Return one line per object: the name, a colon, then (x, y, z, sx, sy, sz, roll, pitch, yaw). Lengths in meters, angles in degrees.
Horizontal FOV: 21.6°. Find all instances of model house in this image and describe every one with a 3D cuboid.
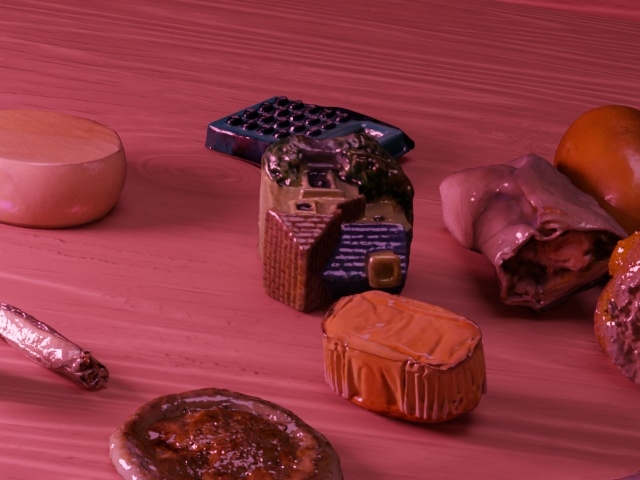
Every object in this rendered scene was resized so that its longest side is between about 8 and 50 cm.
model house: (0.028, -0.011, 2.160, 0.214, 0.195, 0.189, 4, 31, -6)

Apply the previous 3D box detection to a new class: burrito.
burrito: (0.273, -0.037, 2.305, 0.190, 0.135, 0.332, -37, 29, 2)
burrito: (-0.315, 0.119, 1.899, 0.185, 0.041, 0.045, 27, 70, 35)

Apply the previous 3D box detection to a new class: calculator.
calculator: (-0.020, -0.166, 2.660, 0.274, 0.058, 0.248, 18, 24, 24)

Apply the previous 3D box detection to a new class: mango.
mango: (0.431, -0.070, 2.420, 0.173, 0.211, 0.317, 6, 34, -6)

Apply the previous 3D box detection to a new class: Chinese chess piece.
Chinese chess piece: (-0.394, -0.102, 2.316, 0.251, 0.097, 0.251, 8, 22, -3)

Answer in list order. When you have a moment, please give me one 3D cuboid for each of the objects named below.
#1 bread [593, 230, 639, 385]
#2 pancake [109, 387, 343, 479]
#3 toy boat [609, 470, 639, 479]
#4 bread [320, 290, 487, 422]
bread: (0.438, 0.071, 2.094, 0.176, 0.195, 0.246, 20, 25, 16)
pancake: (-0.098, 0.221, 1.738, 0.254, 0.037, 0.253, 8, 23, -3)
toy boat: (0.355, 0.272, 1.751, 0.206, 0.096, 0.282, 0, 10, 16)
bread: (0.095, 0.139, 1.916, 0.190, 0.114, 0.132, 12, 31, 29)
